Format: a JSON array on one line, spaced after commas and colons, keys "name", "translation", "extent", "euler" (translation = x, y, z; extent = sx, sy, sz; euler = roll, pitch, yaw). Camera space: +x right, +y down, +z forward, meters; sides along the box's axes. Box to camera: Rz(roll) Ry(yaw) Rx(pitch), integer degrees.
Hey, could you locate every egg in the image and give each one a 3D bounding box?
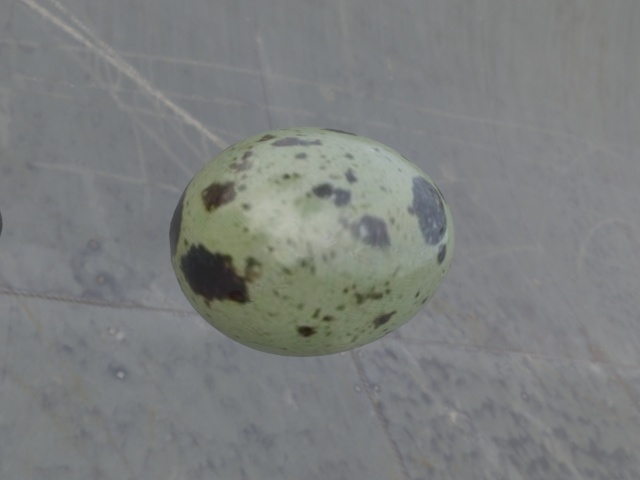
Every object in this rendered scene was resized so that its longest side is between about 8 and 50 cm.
[{"name": "egg", "translation": [0.000, 0.000, 0.939], "extent": [0.379, 0.288, 0.288], "euler": [-7, 50, -24]}]

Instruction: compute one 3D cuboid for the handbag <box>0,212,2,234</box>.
[{"name": "handbag", "translation": [-0.300, -0.032, 0.216], "extent": [0.302, 0.178, 0.275], "euler": [-37, 109, -25]}]
